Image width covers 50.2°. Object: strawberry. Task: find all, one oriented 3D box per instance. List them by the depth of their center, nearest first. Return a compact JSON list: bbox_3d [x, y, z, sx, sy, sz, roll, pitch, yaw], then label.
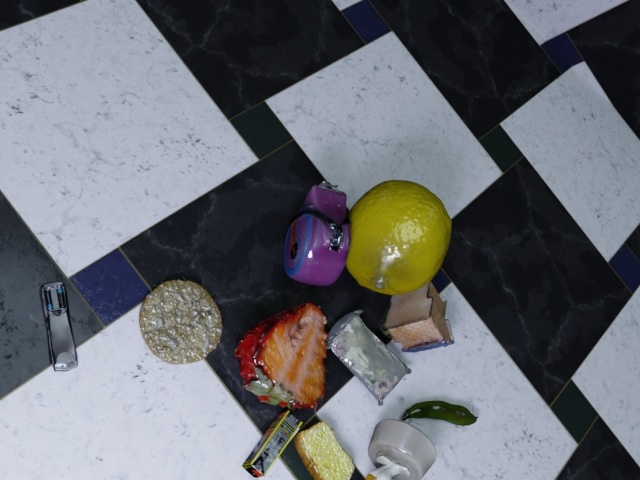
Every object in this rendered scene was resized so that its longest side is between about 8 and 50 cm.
[{"bbox_3d":[-0.113,0.284,1.735,0.253,0.150,0.280,28,54,-39],"label":"strawberry"}]

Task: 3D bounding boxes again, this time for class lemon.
[{"bbox_3d":[0.213,-0.011,1.928,0.336,0.336,0.336,11,65,-24],"label":"lemon"}]

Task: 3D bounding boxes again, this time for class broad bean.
[{"bbox_3d":[0.344,0.489,1.942,0.254,0.046,0.065,11,72,-22],"label":"broad bean"}]

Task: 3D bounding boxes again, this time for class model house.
[{"bbox_3d":[0.293,0.235,1.967,0.172,0.166,0.183,51,36,-26],"label":"model house"}]

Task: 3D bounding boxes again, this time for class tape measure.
[{"bbox_3d":[0.000,0.000,1.849,0.149,0.245,0.232,12,48,-22],"label":"tape measure"}]

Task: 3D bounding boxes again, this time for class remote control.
[{"bbox_3d":[-0.604,0.197,1.577,0.059,0.028,0.212,-7,73,-31],"label":"remote control"}]

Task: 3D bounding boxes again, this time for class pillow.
[{"bbox_3d":[0.124,0.323,1.890,0.255,0.059,0.169,48,55,-4],"label":"pillow"}]

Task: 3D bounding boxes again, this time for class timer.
[{"bbox_3d":[0.159,0.601,1.701,0.175,0.175,0.266,45,49,-4],"label":"timer"}]

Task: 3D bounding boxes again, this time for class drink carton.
[{"bbox_3d":[-0.117,0.502,1.679,0.056,0.071,0.166,41,58,-3],"label":"drink carton"}]

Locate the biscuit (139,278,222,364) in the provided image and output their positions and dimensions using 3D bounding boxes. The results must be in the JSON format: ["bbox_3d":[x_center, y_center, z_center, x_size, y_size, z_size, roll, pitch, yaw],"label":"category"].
[{"bbox_3d":[-0.347,0.204,1.708,0.219,0.033,0.220,10,67,-24],"label":"biscuit"}]

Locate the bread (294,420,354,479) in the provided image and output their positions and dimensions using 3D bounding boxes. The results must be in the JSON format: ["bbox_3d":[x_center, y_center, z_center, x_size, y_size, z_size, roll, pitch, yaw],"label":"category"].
[{"bbox_3d":[0.010,0.551,1.731,0.103,0.065,0.187,-35,87,-36],"label":"bread"}]
